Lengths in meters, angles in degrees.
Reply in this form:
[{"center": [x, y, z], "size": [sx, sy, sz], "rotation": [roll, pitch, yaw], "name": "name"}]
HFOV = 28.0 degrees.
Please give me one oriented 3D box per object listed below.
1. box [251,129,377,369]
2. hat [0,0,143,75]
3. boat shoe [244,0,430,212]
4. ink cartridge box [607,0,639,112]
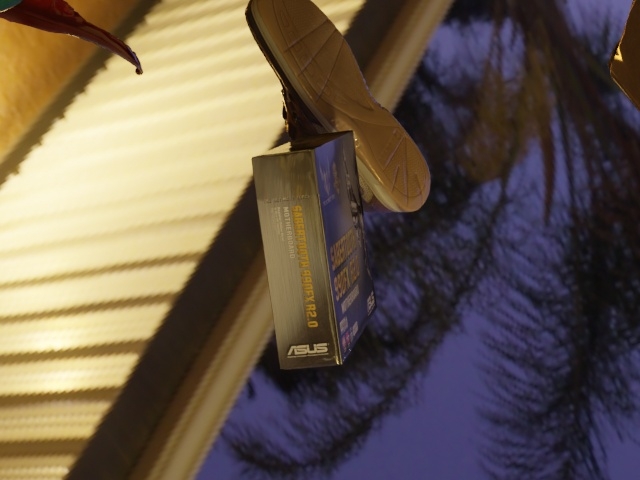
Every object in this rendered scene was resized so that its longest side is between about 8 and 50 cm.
[{"center": [0.000, 0.000, 1.161], "size": [0.056, 0.183, 0.231], "rotation": [-6, -173, 10], "name": "box"}, {"center": [-0.168, -0.113, 0.619], "size": [0.208, 0.183, 0.173], "rotation": [-33, -153, -25], "name": "hat"}, {"center": [0.004, -0.137, 1.344], "size": [0.092, 0.285, 0.103], "rotation": [-20, -152, 42], "name": "boat shoe"}, {"center": [0.231, -0.104, 0.548], "size": [0.088, 0.235, 0.193], "rotation": [-14, -126, -16], "name": "ink cartridge box"}]
